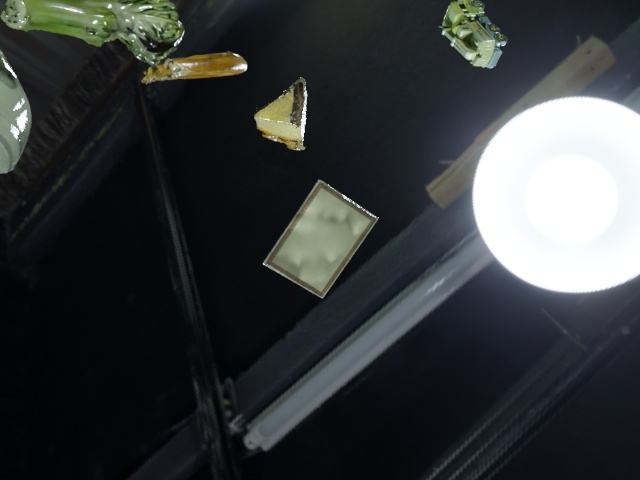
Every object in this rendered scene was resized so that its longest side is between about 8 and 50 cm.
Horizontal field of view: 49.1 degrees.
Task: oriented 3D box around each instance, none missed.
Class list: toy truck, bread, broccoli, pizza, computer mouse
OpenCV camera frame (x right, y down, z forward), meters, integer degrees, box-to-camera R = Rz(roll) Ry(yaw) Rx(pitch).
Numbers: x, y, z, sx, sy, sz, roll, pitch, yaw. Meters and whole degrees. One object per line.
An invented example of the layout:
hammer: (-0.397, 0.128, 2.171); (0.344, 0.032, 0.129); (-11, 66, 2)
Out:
toy truck: (0.319, -0.440, 1.494); (0.077, 0.100, 0.169); (112, -36, -51)
bread: (-0.079, -0.309, 1.664); (0.147, 0.127, 0.152); (91, 17, -80)
broccoli: (-0.368, -0.367, 1.136); (0.145, 0.304, 0.165); (-16, -89, 38)
pizza: (-0.206, -0.271, 1.103); (0.176, 0.185, 0.036); (3, -74, 37)
computer mouse: (-0.622, -0.276, 1.232); (0.145, 0.429, 0.228); (-17, -115, 1)

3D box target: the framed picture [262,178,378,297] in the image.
framed picture: (0.000, 0.000, 1.576); (0.231, 0.173, 0.010); (-54, -160, 8)
